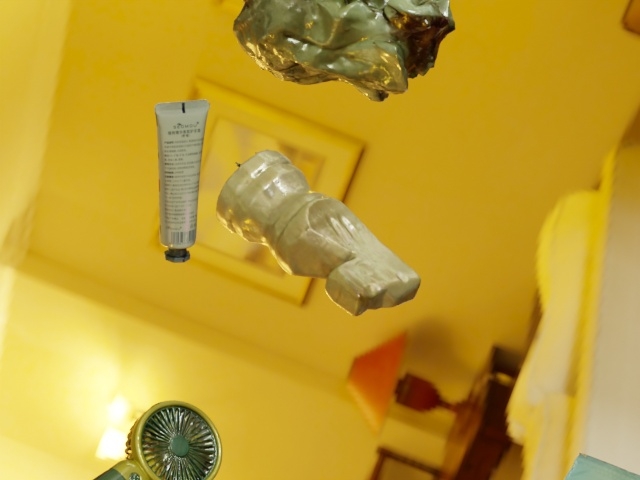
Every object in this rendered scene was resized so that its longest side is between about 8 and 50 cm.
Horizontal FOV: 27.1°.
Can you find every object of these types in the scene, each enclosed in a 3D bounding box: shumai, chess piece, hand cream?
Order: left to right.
[{"bbox_3d":[-0.230,-0.096,2.169,0.059,0.095,0.276,41,132,54],"label":"hand cream"},{"bbox_3d":[0.000,0.000,1.856,0.137,0.301,0.137,-38,-31,-28],"label":"chess piece"},{"bbox_3d":[0.047,-0.246,1.511,0.256,0.218,0.189,-37,-26,-18],"label":"shumai"}]

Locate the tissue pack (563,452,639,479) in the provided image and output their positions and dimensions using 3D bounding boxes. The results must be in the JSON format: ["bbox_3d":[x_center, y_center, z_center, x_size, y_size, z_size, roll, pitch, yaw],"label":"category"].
[{"bbox_3d":[0.505,0.429,1.999,0.089,0.263,0.177,-55,-41,-21],"label":"tissue pack"}]

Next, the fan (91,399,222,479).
[{"bbox_3d":[-0.151,0.194,1.109,0.155,0.082,0.039,-32,-4,-42],"label":"fan"}]
